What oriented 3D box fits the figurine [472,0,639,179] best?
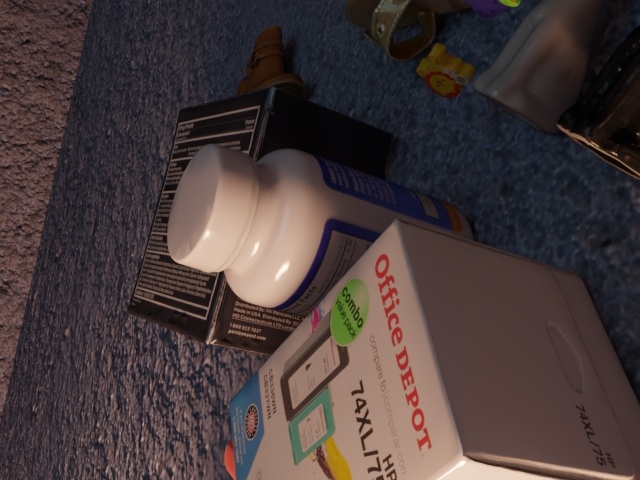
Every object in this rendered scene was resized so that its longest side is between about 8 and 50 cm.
[{"bbox_3d":[0.245,-0.177,0.679,0.209,0.092,0.215,-59,29,10],"label":"figurine"}]

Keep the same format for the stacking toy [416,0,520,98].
[{"bbox_3d":[0.175,-0.239,0.752,0.166,0.052,0.221,-61,6,-21],"label":"stacking toy"}]

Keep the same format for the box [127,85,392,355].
[{"bbox_3d":[-0.085,-0.016,1.070,0.296,0.183,0.293,6,82,60],"label":"box"}]

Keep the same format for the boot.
[{"bbox_3d":[-0.075,-0.267,1.310,0.197,0.073,0.152,-14,59,55],"label":"boot"}]

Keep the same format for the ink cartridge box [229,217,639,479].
[{"bbox_3d":[0.081,0.156,0.661,0.270,0.197,0.198,-50,36,36],"label":"ink cartridge box"}]

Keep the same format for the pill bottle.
[{"bbox_3d":[0.000,0.000,0.812,0.152,0.272,0.152,-38,44,48],"label":"pill bottle"}]

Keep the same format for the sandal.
[{"bbox_3d":[0.098,-0.247,0.967,0.240,0.088,0.079,0,74,56],"label":"sandal"}]

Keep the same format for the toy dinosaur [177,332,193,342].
[{"bbox_3d":[-0.196,0.123,1.353,0.082,0.047,0.090,-47,23,10],"label":"toy dinosaur"}]

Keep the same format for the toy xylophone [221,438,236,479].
[{"bbox_3d":[-0.066,0.372,0.908,0.236,0.081,0.322,19,88,57],"label":"toy xylophone"}]
